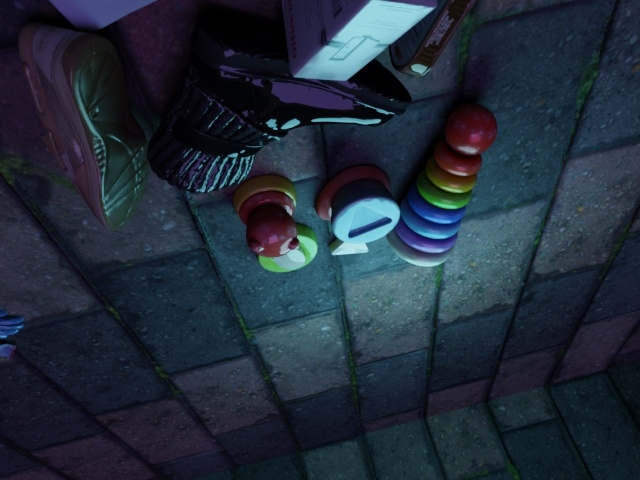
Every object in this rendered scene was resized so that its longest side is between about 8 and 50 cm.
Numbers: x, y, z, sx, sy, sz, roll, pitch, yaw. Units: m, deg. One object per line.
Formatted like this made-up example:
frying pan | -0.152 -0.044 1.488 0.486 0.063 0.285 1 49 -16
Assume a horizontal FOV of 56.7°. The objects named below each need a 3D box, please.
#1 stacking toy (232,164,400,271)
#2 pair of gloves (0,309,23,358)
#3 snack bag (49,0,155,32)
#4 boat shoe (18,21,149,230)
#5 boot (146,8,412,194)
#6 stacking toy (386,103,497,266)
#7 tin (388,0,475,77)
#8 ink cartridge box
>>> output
stacking toy | 0.000 0.000 1.148 0.309 0.130 0.279 -10 143 -8
pair of gloves | -0.713 0.200 1.233 0.159 0.023 0.198 11 135 -29
snack bag | -0.221 -0.389 0.585 0.342 0.037 0.323 -15 144 20
boat shoe | -0.334 -0.154 0.855 0.110 0.122 0.341 22 140 12
boot | -0.064 -0.178 0.891 0.348 0.131 0.260 10 134 -23
stacking toy | 0.233 -0.110 1.113 0.141 0.141 0.330 -1 134 -19
tin | 0.154 -0.316 0.816 0.040 0.106 0.190 12 135 -22
ink cartridge box | 0.034 -0.292 0.683 0.086 0.148 0.203 -3 174 -26
